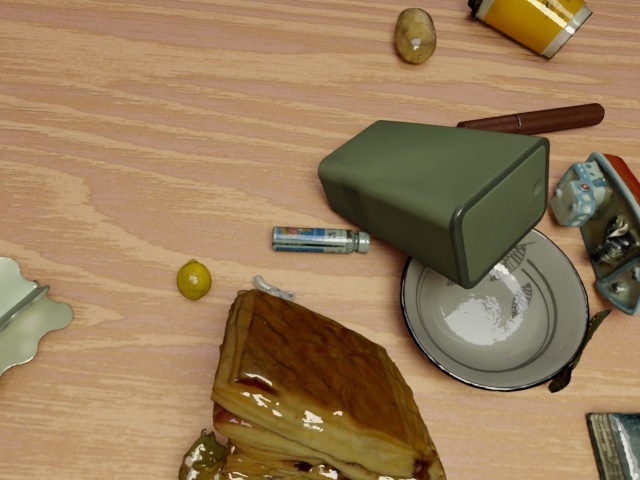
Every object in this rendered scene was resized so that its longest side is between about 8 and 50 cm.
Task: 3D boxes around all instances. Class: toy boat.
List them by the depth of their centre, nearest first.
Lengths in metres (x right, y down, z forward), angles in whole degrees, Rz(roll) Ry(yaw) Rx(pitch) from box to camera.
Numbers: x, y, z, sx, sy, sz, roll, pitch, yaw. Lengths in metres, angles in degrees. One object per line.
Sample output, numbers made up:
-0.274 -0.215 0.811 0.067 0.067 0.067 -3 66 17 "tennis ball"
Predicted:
0.553 -0.013 0.774 0.133 0.145 0.332 -1 60 -3 "toy boat"

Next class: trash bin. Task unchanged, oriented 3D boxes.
0.179 -0.101 0.712 0.223 0.158 0.343 -38 41 -17 "trash bin"

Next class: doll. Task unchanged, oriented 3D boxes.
-0.088 0.133 0.731 0.135 0.071 0.113 29 49 3 "doll"

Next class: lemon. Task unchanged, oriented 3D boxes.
-0.235 0.072 0.744 0.062 0.062 0.083 -11 68 -8 "lemon"

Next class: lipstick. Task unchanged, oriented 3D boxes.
0.495 -0.276 0.942 0.356 0.057 0.057 -10 66 -7 "lipstick"

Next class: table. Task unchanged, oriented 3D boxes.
-0.539 0.143 0.654 0.166 0.166 0.198 32 60 11 "table"

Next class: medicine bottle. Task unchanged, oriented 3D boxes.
0.000 0.000 0.795 0.191 0.051 0.051 3 65 -3 "medicine bottle"

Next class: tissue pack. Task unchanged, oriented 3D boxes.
0.552 0.404 0.620 0.185 0.081 0.257 2 65 -3 "tissue pack"

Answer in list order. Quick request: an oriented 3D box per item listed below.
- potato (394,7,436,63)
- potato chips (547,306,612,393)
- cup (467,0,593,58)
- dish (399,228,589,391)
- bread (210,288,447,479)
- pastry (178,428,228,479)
0.244 -0.528 1.031 0.107 0.080 0.170 -2 61 -3 "potato"
0.457 0.181 0.696 0.209 0.142 0.026 -25 41 -37 "potato chips"
0.537 -0.610 1.036 0.279 0.196 0.196 41 70 6 "cup"
0.295 0.112 0.724 0.316 0.106 0.316 -1 65 3 "dish"
-0.014 0.230 0.578 0.324 0.277 0.167 29 105 -13 "bread"
-0.108 0.426 0.563 0.235 0.132 0.240 13 58 13 "pastry"
